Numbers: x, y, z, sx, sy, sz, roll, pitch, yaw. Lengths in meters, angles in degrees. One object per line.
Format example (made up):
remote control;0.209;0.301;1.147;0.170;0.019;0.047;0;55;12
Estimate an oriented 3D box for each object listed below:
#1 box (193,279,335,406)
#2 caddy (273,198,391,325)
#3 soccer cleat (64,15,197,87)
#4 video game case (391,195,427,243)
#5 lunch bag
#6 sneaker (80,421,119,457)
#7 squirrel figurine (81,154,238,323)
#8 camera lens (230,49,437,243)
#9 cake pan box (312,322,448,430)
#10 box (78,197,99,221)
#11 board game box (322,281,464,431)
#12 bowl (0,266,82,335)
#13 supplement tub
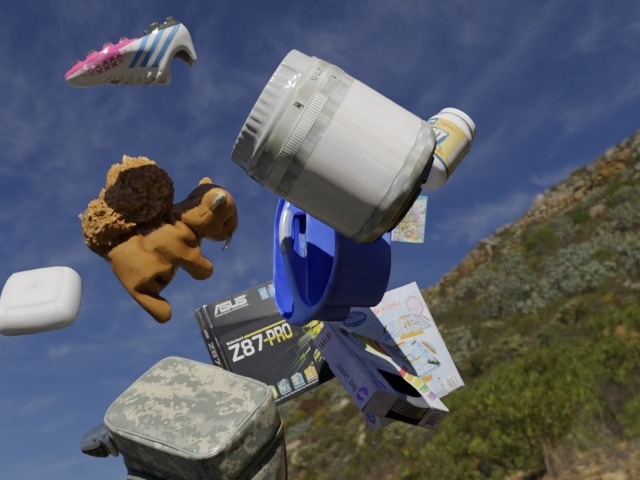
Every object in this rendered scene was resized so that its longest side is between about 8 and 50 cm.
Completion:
box;-0.109;0.270;1.843;0.394;0.318;0.097;-18;-8;-34
caddy;0.000;0.000;1.301;0.179;0.341;0.241;12;-27;-28
soccer cleat;-0.453;-0.428;1.654;0.331;0.143;0.116;-33;14;-21
video game case;0.310;-0.076;2.343;0.119;0.166;0.015;4;1;-14
lunch bag;-0.214;0.392;1.251;0.305;0.212;0.256;6;-55;31
sneaker;-0.380;0.367;1.454;0.292;0.118;0.110;-23;-29;-24
squirrel figurine;-0.428;-0.051;1.851;0.370;0.281;0.397;-41;-66;-2
camera lens;0.026;-0.141;1.056;0.274;0.219;0.219;30;-37;-5
cake pan box;0.136;0.314;1.539;0.245;0.267;0.070;23;-74;-34
box;-0.638;-0.103;2.145;0.225;0.136;0.036;-46;-4;-20
board game box;0.197;0.300;1.802;0.318;0.318;0.066;-14;-16;-37
bowl;-0.510;0.101;1.213;0.142;0.142;0.053;-8;-49;-5
supplement tub;0.326;-0.254;1.853;0.144;0.200;0.144;32;-24;16
